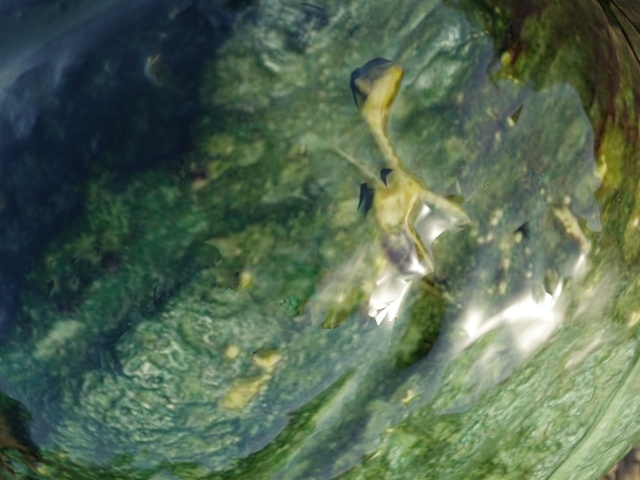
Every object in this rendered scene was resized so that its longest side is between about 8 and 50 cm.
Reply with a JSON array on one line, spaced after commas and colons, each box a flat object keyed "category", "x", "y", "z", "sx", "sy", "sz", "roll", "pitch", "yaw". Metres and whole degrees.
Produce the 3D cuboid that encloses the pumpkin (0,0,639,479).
[{"category": "pumpkin", "x": 0.000, "y": 0.000, "z": 0.589, "sx": 0.293, "sy": 0.196, "sz": 0.263, "roll": 20, "pitch": 142, "yaw": -35}]
